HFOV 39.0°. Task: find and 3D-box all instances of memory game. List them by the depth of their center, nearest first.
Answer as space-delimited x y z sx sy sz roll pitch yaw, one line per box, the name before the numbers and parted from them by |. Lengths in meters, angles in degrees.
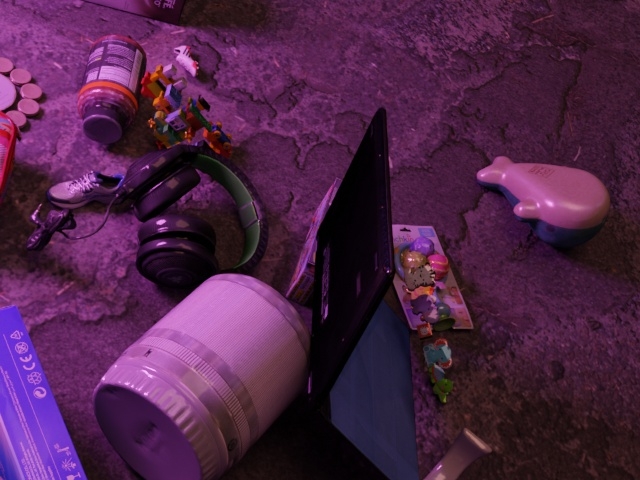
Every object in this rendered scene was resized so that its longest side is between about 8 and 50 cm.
memory game | -0.578 -0.255 1.563 0.186 0.012 0.186 13 52 -16

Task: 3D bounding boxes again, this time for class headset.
headset | -0.266 -0.028 1.473 0.394 0.185 0.243 -2 68 -47

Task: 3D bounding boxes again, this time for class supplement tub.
supplement tub | -0.373 -0.266 1.609 0.106 0.106 0.198 14 51 -16

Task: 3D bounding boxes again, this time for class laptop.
laptop | 0.114 0.097 1.321 0.236 0.408 0.382 17 37 -12

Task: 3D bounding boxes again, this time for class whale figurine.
whale figurine | 0.456 -0.080 1.872 0.272 0.141 0.216 25 43 27

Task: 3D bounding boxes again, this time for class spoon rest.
spoon rest | 0.158 0.413 1.380 0.137 0.084 0.276 40 62 9

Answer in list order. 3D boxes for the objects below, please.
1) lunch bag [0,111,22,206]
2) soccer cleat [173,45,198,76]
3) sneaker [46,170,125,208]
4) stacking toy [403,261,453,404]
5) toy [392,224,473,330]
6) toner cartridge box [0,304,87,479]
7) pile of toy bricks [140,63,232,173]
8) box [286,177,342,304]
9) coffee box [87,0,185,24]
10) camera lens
lunch bag | -0.623 -0.138 1.390 0.293 0.120 0.258 14 47 -18
soccer cleat | -0.264 -0.351 1.779 0.036 0.029 0.083 -10 57 -21
sneaker | -0.385 -0.091 1.501 0.135 0.058 0.052 -10 60 -31
stacking toy | 0.187 0.153 1.494 0.052 0.167 0.221 -14 74 4
toy | 0.198 0.054 1.673 0.137 0.056 0.237 2 55 -26
toner cartridge box | -0.374 0.273 1.159 0.075 0.165 0.347 -14 62 -33
pile of toy bricks | -0.253 -0.198 1.615 0.212 0.105 0.118 50 29 -37
box | 0.000 0.000 1.580 0.036 0.114 0.207 24 48 -7
coffee box | -0.400 -0.556 1.773 0.297 0.168 0.118 11 52 -17
camera lens | -0.155 0.195 1.286 0.219 0.219 0.274 40 49 7
